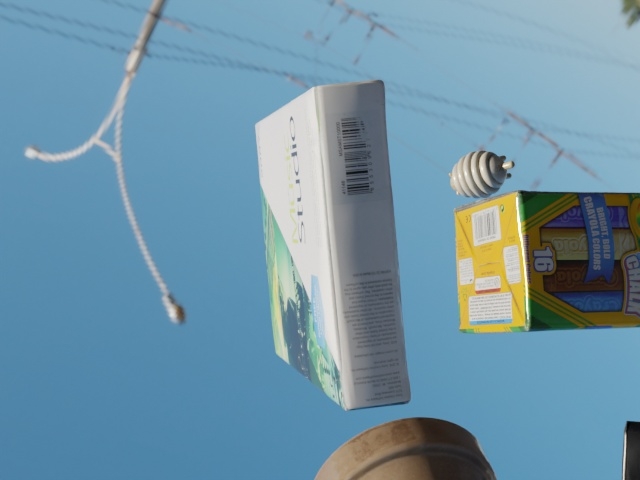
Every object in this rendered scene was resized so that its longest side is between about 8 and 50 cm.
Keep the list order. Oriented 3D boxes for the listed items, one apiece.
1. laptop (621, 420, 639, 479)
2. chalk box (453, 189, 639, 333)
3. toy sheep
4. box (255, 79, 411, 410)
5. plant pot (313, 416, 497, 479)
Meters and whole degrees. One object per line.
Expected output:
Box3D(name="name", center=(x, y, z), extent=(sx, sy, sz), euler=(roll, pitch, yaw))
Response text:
Box3D(name="laptop", center=(0.355, 0.350, 1.334), extent=(0.234, 0.264, 0.137), euler=(14, -139, -48))
Box3D(name="chalk box", center=(0.348, 0.034, 1.475), extent=(0.288, 0.179, 0.180), euler=(1, 173, -21))
Box3D(name="toy sheep", center=(0.276, -0.114, 1.871), extent=(0.091, 0.132, 0.091), euler=(22, -124, -38))
Box3D(name="box", center=(0.000, 0.000, 0.921), extent=(0.058, 0.232, 0.322), euler=(-5, -178, -9))
Box3D(name="plant pot", center=(0.135, 0.397, 1.416), extent=(0.263, 0.263, 0.229), euler=(21, -158, -26))
